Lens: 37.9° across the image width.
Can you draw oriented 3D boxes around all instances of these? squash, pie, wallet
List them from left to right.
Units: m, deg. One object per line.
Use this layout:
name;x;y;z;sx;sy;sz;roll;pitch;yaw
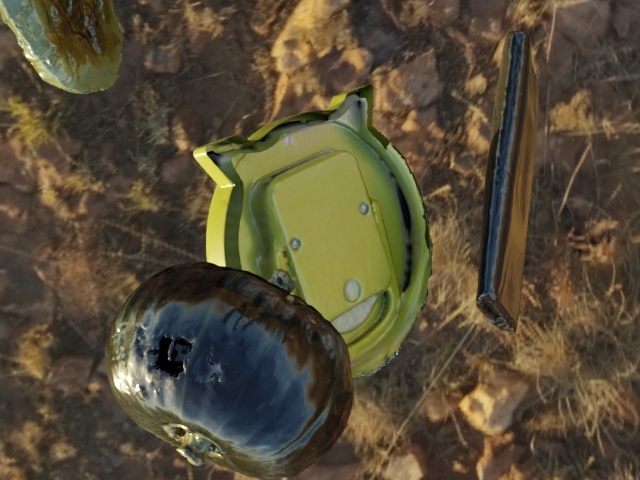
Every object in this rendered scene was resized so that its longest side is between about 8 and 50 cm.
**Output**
pie;-0.378;-0.352;1.380;0.071;0.306;0.306;-14;104;22
squash;-0.069;0.100;0.719;0.193;0.156;0.193;3;141;3
wallet;0.215;-0.065;1.079;0.044;0.170;0.321;4;74;19

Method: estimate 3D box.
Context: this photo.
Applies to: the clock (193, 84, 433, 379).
clock;-0.002;0.002;0.973;0.071;0.277;0.293;-5;102;51
